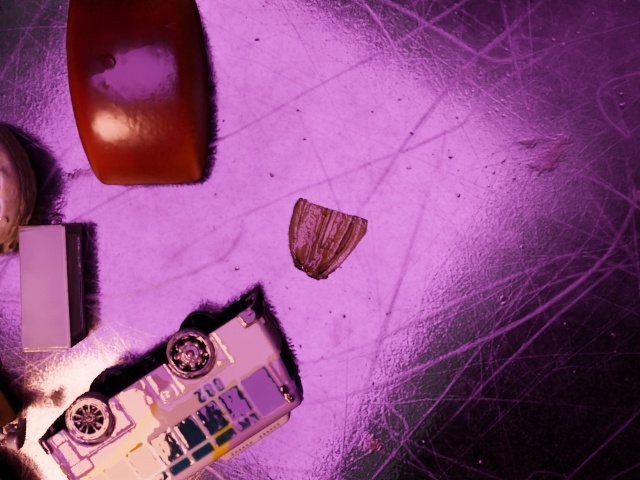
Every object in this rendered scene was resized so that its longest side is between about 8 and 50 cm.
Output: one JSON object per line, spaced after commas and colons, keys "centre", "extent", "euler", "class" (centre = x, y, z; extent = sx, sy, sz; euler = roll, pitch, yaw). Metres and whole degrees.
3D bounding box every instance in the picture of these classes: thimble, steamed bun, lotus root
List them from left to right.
{"centre": [-0.652, -0.087, 1.422], "extent": [0.292, 0.195, 0.291], "euler": [0, 97, -3], "class": "thimble"}
{"centre": [-0.315, -0.287, 1.404], "extent": [0.235, 0.248, 0.379], "euler": [-4, 92, -4], "class": "steamed bun"}
{"centre": [-0.002, -0.001, 1.523], "extent": [0.143, 0.070, 0.144], "euler": [25, 87, -10], "class": "lotus root"}

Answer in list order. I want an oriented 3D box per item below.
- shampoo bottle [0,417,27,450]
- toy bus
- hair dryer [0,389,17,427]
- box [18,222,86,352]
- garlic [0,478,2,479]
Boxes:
{"centre": [-0.672, 0.331, 1.417], "extent": [0.310, 0.071, 0.098], "euler": [7, 97, 8], "class": "shampoo bottle"}
{"centre": [-0.243, 0.294, 1.452], "extent": [0.440, 0.209, 0.249], "euler": [-33, 95, -1], "class": "toy bus"}
{"centre": [-0.720, 0.341, 1.497], "extent": [0.279, 0.090, 0.135], "euler": [-29, 94, 4], "class": "hair dryer"}
{"centre": [-0.487, 0.081, 1.470], "extent": [0.086, 0.129, 0.225], "euler": [-2, 93, -3], "class": "box"}
{"centre": [-0.676, 0.540, 1.478], "extent": [0.325, 0.132, 0.279], "euler": [8, 93, -1], "class": "garlic"}
